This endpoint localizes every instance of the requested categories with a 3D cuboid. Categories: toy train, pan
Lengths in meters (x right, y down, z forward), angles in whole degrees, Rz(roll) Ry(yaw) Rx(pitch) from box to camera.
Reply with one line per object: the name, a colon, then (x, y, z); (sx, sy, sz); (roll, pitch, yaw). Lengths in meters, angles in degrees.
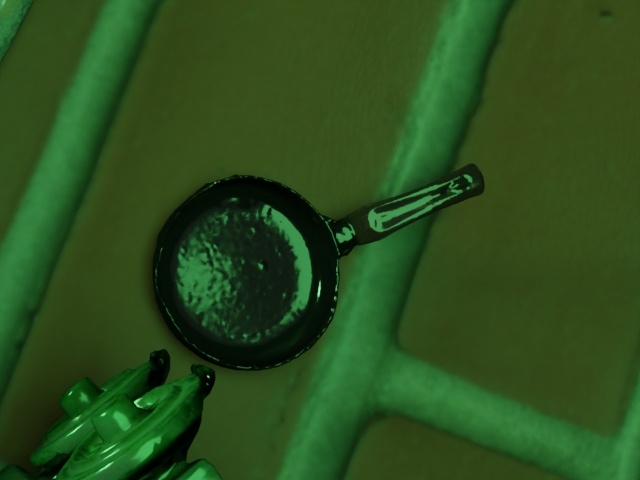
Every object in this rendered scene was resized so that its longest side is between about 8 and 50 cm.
toy train: (-0.110, 0.163, 0.845); (0.202, 0.266, 0.145); (-39, 99, -13)
pan: (0.000, 0.000, 1.019); (0.212, 0.040, 0.115); (-24, 93, -15)

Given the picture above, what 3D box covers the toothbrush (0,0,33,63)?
toothbrush: (-0.219, -0.039, 0.943); (0.037, 0.028, 0.375); (29, 75, -23)
